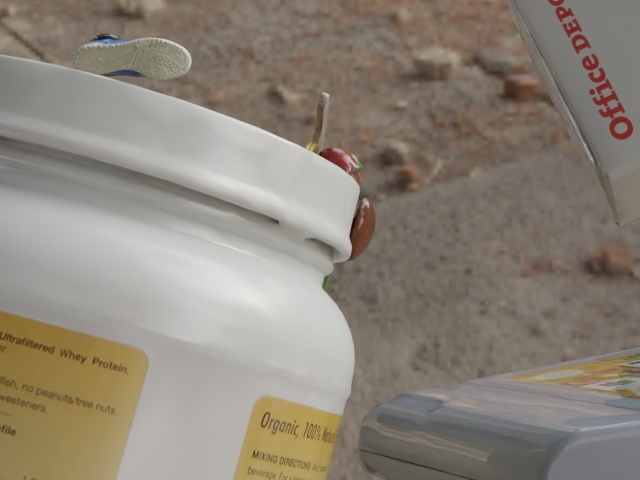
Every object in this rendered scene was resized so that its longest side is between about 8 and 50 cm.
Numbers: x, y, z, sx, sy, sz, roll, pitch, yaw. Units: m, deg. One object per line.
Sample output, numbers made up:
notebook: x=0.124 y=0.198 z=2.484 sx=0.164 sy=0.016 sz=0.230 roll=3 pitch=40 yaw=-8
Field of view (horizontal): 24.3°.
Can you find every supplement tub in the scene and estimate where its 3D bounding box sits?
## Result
supplement tub: x=-0.116 y=0.102 z=0.607 sx=0.228 sy=0.316 sz=0.228 roll=16 pitch=-7 yaw=2

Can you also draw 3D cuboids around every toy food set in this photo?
toy food set: x=0.000 y=0.000 z=1.124 sx=0.071 sy=0.128 sz=0.218 roll=19 pitch=62 yaw=4

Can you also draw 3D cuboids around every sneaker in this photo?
sneaker: x=-0.247 y=-0.242 z=1.951 sx=0.152 sy=0.058 sz=0.084 roll=-4 pitch=16 yaw=-8

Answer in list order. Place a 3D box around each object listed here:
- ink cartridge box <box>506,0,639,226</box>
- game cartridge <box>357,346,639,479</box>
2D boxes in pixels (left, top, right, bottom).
ink cartridge box: x=0.303 y=-0.161 z=1.138 sx=0.272 sy=0.114 sz=0.197 roll=-24 pitch=64 yaw=5
game cartridge: x=0.191 y=0.085 z=0.717 sx=0.297 sy=0.062 sz=0.198 roll=-8 pitch=-1 yaw=-25
